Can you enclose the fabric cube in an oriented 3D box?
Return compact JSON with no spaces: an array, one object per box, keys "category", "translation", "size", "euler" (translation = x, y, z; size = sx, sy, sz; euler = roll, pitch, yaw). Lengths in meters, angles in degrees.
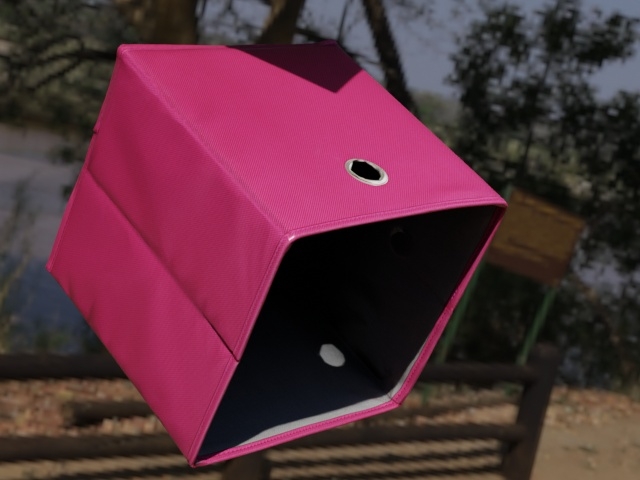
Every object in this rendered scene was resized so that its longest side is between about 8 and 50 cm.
[{"category":"fabric cube","translation":[-0.044,-0.003,1.176],"size":[0.254,0.259,0.258],"euler":[-9,45,-41]}]
